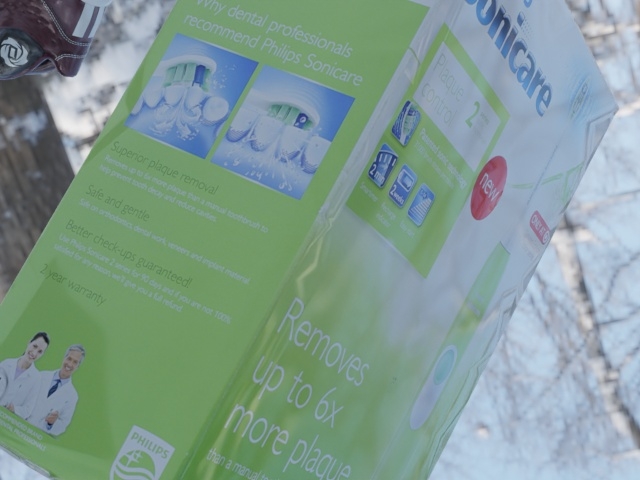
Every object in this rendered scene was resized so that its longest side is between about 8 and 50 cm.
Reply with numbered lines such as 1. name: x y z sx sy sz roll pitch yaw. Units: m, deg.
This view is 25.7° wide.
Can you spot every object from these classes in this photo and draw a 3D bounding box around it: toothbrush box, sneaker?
1. toothbrush box: 0.000 0.000 0.627 0.122 0.206 0.283 22 -101 31
2. sneaker: -0.329 -0.239 1.323 0.281 0.162 0.106 30 -154 17
